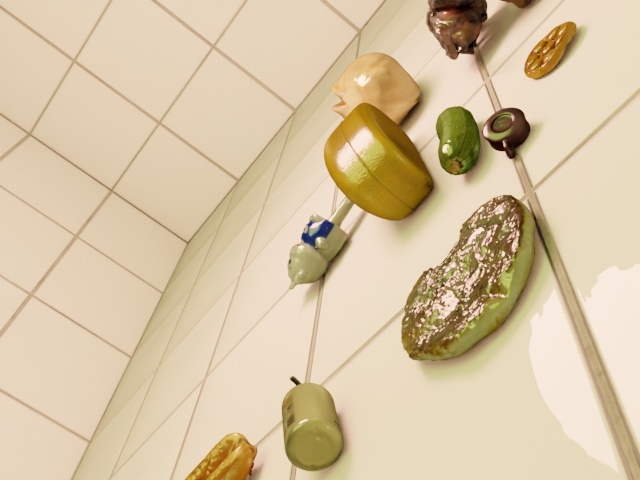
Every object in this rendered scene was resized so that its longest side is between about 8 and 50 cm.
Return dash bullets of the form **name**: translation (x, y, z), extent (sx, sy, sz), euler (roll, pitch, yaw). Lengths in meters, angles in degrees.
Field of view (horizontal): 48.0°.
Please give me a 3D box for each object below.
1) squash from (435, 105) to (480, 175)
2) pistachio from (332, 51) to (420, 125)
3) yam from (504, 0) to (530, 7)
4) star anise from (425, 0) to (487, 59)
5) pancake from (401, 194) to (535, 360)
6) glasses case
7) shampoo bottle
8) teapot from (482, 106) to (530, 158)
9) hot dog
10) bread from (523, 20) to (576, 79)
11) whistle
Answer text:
- **squash**: translation (0.234, -0.176, 1.229), extent (0.077, 0.068, 0.219), euler (-53, 13, 26)
- **pistachio**: translation (0.139, -0.363, 1.757), extent (0.318, 0.213, 0.194), euler (-69, -21, -64)
- **yam**: translation (0.424, -0.577, 1.423), extent (0.238, 0.128, 0.129), euler (-51, 37, 20)
- **star anise**: translation (0.276, -0.510, 1.520), extent (0.139, 0.316, 0.359), euler (-9, -10, 21)
- **pancake**: translation (0.187, 0.052, 0.921), extent (0.254, 0.037, 0.254), euler (-50, 15, 19)
- **glasses case**: translation (0.099, -0.157, 1.399), extent (0.141, 0.173, 0.371), euler (-46, 16, 15)
- **shampoo bottle**: translation (-0.015, 0.251, 1.018), extent (0.079, 0.079, 0.162), euler (-52, 14, 9)
- **teapot**: translation (0.285, -0.162, 1.090), extent (0.067, 0.045, 0.100), euler (-18, 50, 30)
- **hot dog**: translation (-0.192, 0.426, 1.173), extent (0.249, 0.076, 0.102), euler (-50, 32, -2)
- **bread**: translation (0.376, -0.312, 1.178), extent (0.110, 0.024, 0.110), euler (-50, 14, 17)
- **whistle**: translation (0.000, 0.000, 1.518), extent (0.245, 0.092, 0.110), euler (-57, 4, -8)
